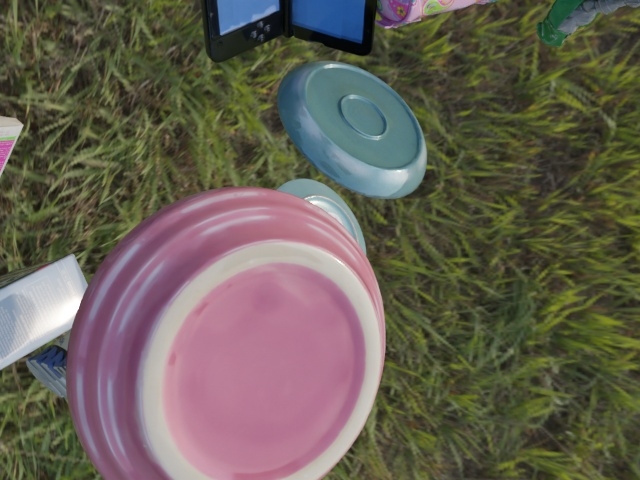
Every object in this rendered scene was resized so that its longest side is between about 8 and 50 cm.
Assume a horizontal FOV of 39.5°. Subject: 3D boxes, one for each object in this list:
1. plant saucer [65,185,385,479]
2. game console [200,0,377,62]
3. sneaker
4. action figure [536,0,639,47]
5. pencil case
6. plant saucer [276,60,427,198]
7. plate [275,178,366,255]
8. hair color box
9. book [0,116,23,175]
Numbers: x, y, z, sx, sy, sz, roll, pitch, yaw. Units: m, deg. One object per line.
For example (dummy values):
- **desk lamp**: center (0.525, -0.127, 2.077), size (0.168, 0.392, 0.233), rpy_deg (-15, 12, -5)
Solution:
- **plant saucer**: center (-0.065, 0.117, 0.839), size (0.332, 0.084, 0.332), rpy_deg (-6, 102, -30)
- **game console**: center (-0.053, -0.413, 1.475), size (0.250, 0.293, 0.173), rpy_deg (-30, 58, -22)
- **sneaker**: center (-0.355, 0.178, 1.517), size (0.182, 0.315, 0.127), rpy_deg (-55, 127, -31)
- **action figure**: center (0.275, -0.247, 0.798), size (0.063, 0.232, 0.137), rpy_deg (42, 55, -6)
- **pencil case**: center (0.212, -0.452, 1.561), size (0.284, 0.124, 0.124), rpy_deg (-23, 95, -32)
- **plant saucer**: center (0.071, -0.215, 1.621), size (0.318, 0.043, 0.317), rpy_deg (20, 47, -23)
- **plate**: center (0.000, 0.000, 1.243), size (0.188, 0.024, 0.188), rpy_deg (16, 64, -36)
- **hair color box**: center (-0.546, 0.151, 1.356), size (0.374, 0.185, 0.113), rpy_deg (-35, 106, -50)
- **book**: center (-0.463, -0.099, 1.189), size (0.035, 0.096, 0.144), rpy_deg (39, 111, 18)
